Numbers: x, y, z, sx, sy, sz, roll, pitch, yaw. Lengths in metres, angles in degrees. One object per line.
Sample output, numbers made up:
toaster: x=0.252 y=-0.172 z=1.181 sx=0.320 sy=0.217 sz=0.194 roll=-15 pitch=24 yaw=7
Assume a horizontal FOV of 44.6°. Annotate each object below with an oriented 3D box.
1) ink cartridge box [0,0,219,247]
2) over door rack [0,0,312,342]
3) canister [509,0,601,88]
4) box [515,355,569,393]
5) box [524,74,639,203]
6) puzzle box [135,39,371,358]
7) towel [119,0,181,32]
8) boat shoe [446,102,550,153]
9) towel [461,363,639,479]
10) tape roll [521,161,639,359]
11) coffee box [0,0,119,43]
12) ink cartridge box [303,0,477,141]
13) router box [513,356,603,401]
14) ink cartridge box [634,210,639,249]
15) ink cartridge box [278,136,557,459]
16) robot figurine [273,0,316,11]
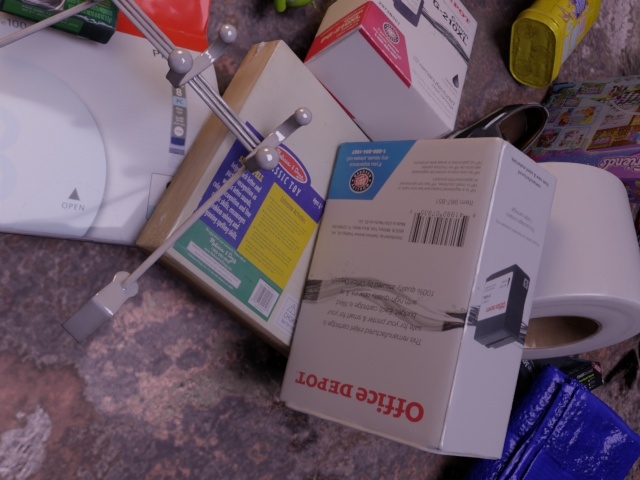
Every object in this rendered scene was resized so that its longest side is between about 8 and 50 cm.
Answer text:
ink cartridge box: x=-0.246 y=-0.192 z=0.805 sx=0.308 sy=0.091 sz=0.385 roll=7 pitch=90 yaw=-32
over door rack: x=-0.164 y=-0.109 z=0.664 sx=0.239 sy=0.108 sz=0.324 roll=47 pitch=49 yaw=-9
canister: x=0.361 y=-0.332 z=1.186 sx=0.170 sy=0.073 sz=0.126 roll=-49 pitch=149 yaw=-25
box: x=0.300 y=0.117 z=1.160 sx=0.158 sy=0.093 sz=0.156 roll=-41 pitch=111 yaw=-24
box: x=0.424 y=-0.147 z=1.118 sx=0.057 sy=0.293 sz=0.201 roll=46 pitch=68 yaw=-31
puzzle box: x=0.000 y=0.000 z=0.933 sx=0.409 sy=0.052 sz=0.272 roll=44 pitch=64 yaw=-38
towel: x=-0.191 y=-0.278 z=0.894 sx=0.060 sy=0.009 sz=0.083 roll=27 pitch=75 yaw=-29
boat shoe: x=0.240 y=-0.130 z=1.131 sx=0.233 sy=0.079 sz=0.084 roll=-39 pitch=111 yaw=-25
towel: x=0.315 y=0.356 z=1.100 sx=0.227 sy=0.076 sz=0.308 roll=38 pitch=86 yaw=-21
tape roll: x=0.267 y=0.036 z=0.967 sx=0.246 sy=0.246 sz=0.169 roll=15 pitch=61 yaw=-32
coffee box: x=-0.252 y=-0.299 z=0.776 sx=0.113 sy=0.040 sz=0.184 roll=13 pitch=70 yaw=-30
ink cartridge box: x=0.096 y=-0.247 z=0.973 sx=0.172 sy=0.100 sz=0.237 roll=43 pitch=44 yaw=-25
router box: x=0.357 y=0.215 z=1.196 sx=0.122 sy=0.092 sz=0.038 roll=-16 pitch=98 yaw=-32
ink cartridge box: x=0.664 y=0.008 z=1.285 sx=0.130 sy=0.271 sz=0.310 roll=33 pitch=73 yaw=-28
ink cartridge box: x=0.103 y=0.056 z=0.846 sx=0.129 sy=0.223 sz=0.308 roll=22 pitch=78 yaw=-45
robot figurine: x=-0.046 y=-0.330 z=0.952 sx=0.115 sy=0.067 sz=0.101 roll=26 pitch=64 yaw=-30
